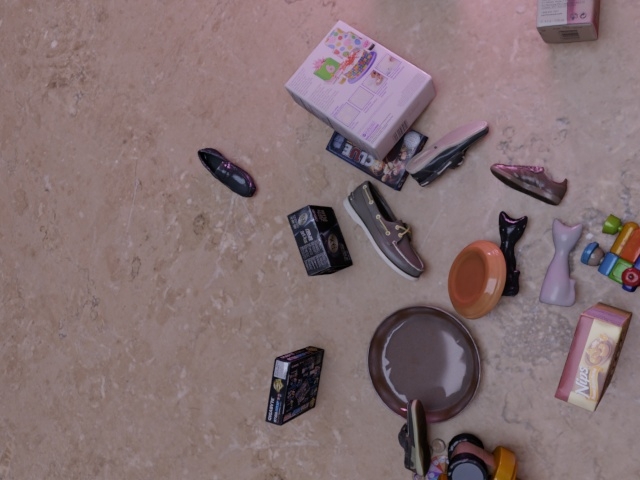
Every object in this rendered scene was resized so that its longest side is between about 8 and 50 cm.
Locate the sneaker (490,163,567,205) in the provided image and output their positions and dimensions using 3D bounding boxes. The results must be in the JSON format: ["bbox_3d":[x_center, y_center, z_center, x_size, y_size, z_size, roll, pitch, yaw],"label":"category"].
[{"bbox_3d":[0.513,-0.154,1.688,0.188,0.066,0.071,30,86,18],"label":"sneaker"}]

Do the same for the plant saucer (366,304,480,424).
[{"bbox_3d":[0.272,0.323,1.806,0.310,0.050,0.311,0,90,26],"label":"plant saucer"}]

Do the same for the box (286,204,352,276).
[{"bbox_3d":[0.000,0.000,1.890,0.077,0.147,0.180,-24,78,25],"label":"box"}]

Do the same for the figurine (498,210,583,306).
[{"bbox_3d":[0.521,0.043,1.665,0.214,0.092,0.210,9,90,26],"label":"figurine"}]

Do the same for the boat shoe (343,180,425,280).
[{"bbox_3d":[0.180,-0.028,1.821,0.091,0.109,0.305,-47,67,24],"label":"boat shoe"}]

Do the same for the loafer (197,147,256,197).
[{"bbox_3d":[-0.287,-0.204,2.074,0.223,0.078,0.076,41,107,21],"label":"loafer"}]

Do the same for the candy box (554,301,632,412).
[{"bbox_3d":[0.599,0.242,1.491,0.087,0.316,0.183,18,98,26],"label":"candy box"}]

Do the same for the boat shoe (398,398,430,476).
[{"bbox_3d":[0.234,0.508,1.764,0.073,0.080,0.224,0,114,24],"label":"boat shoe"}]

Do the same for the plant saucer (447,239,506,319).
[{"bbox_3d":[0.377,0.094,1.697,0.200,0.037,0.200,-40,43,50],"label":"plant saucer"}]

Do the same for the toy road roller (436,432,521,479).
[{"bbox_3d":[0.384,0.655,1.658,0.240,0.202,0.330,24,96,9],"label":"toy road roller"}]

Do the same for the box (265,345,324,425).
[{"bbox_3d":[-0.066,0.393,1.882,0.051,0.220,0.175,11,96,24],"label":"box"}]

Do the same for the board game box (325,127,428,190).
[{"bbox_3d":[0.150,-0.264,1.873,0.243,0.042,0.165,33,104,23],"label":"board game box"}]

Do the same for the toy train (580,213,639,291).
[{"bbox_3d":[0.711,-0.020,1.559,0.143,0.105,0.248,32,104,31],"label":"toy train"}]

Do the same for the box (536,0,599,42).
[{"bbox_3d":[0.581,-0.594,1.597,0.126,0.148,0.233,4,92,27],"label":"box"}]

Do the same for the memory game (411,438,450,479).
[{"bbox_3d":[0.325,0.613,1.798,0.186,0.012,0.186,0,90,27],"label":"memory game"}]

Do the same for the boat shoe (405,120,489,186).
[{"bbox_3d":[0.336,-0.226,1.773,0.233,0.084,0.079,-34,114,15],"label":"boat shoe"}]

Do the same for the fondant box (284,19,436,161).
[{"bbox_3d":[0.104,-0.401,1.828,0.330,0.096,0.238,39,88,22],"label":"fondant box"}]
